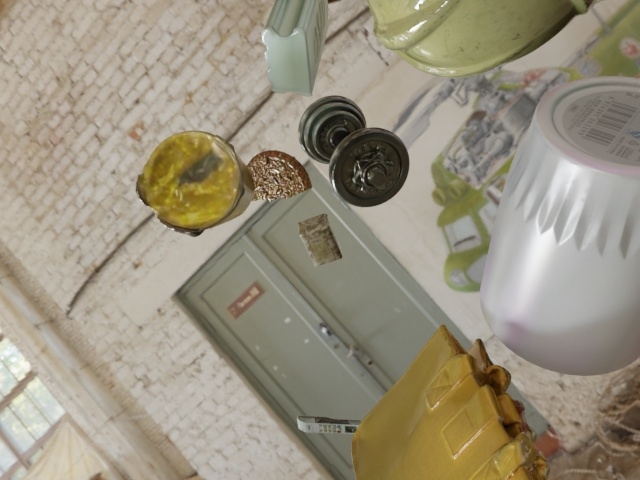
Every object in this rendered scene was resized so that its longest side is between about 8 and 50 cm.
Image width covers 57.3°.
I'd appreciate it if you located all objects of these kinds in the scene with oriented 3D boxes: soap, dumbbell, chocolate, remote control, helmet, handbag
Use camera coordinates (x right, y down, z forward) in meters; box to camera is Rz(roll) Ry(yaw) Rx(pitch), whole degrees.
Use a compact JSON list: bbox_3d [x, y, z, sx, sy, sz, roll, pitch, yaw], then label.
[{"bbox_3d":[-0.033,-0.322,0.895,0.119,0.067,0.197,82,-166,-50],"label":"soap"},{"bbox_3d":[0.066,-0.211,1.334,0.179,0.179,0.406,-42,30,8],"label":"dumbbell"},{"bbox_3d":[-0.201,-0.092,1.081,0.162,0.162,0.445,-42,3,0],"label":"chocolate"},{"bbox_3d":[0.024,0.471,1.501,0.065,0.167,0.029,87,-173,-48],"label":"remote control"},{"bbox_3d":[0.100,-0.213,0.477,0.137,0.204,0.257,-53,29,23],"label":"helmet"},{"bbox_3d":[0.183,0.323,0.802,0.282,0.133,0.401,-60,14,19],"label":"handbag"}]

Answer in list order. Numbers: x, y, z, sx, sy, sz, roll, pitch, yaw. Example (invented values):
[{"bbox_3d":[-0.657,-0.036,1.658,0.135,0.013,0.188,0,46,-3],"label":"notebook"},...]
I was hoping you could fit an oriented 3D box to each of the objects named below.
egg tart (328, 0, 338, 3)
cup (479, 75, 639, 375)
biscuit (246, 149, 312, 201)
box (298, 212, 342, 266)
[{"bbox_3d":[-0.028,-0.600,1.316,0.203,0.147,0.202,-12,19,4],"label":"egg tart"},{"bbox_3d":[0.363,-0.008,0.793,0.253,0.253,0.371,-39,-36,-26],"label":"cup"},{"bbox_3d":[-0.121,-0.159,1.442,0.206,0.125,0.025,-8,14,33],"label":"biscuit"},{"bbox_3d":[0.000,0.000,1.121,0.062,0.045,0.098,-17,-46,6],"label":"box"}]
